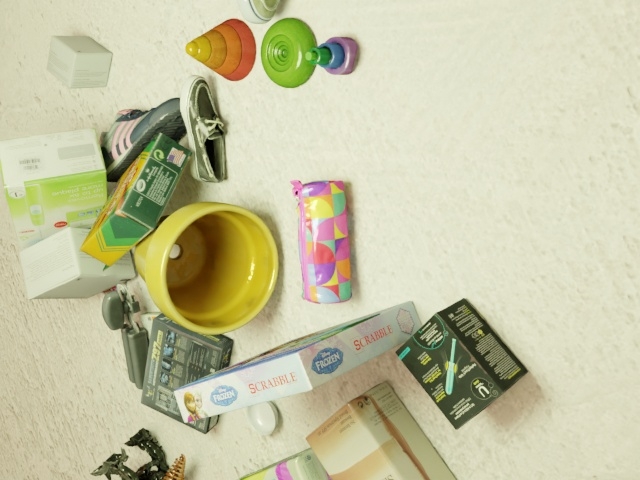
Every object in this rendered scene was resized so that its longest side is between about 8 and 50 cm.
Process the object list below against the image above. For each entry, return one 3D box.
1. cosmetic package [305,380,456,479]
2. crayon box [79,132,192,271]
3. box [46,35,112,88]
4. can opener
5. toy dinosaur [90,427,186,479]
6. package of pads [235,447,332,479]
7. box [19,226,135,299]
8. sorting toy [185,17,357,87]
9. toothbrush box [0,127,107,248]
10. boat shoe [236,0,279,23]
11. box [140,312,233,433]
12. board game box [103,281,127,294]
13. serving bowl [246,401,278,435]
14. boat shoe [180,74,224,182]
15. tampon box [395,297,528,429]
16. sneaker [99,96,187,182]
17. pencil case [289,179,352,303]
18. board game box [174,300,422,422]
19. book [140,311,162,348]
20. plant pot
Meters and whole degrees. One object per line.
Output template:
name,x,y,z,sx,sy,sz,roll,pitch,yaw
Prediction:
cosmetic package,0.127,0.425,1.338,0.296,0.129,0.153,53,126,16
crayon box,-0.399,-0.070,1.563,0.081,0.202,0.319,32,148,-20
box,-0.553,-0.410,1.707,0.101,0.102,0.087,37,123,27
can opener,-0.457,0.229,1.766,0.074,0.093,0.280,27,132,48
toy dinosaur,-0.413,0.582,1.830,0.322,0.164,0.218,-41,89,19
package of pads,-0.062,0.576,1.546,0.297,0.101,0.229,-34,77,39
box,-0.569,0.057,1.749,0.182,0.181,0.119,-22,76,26
sorting toy,-0.111,-0.342,1.354,0.366,0.126,0.127,14,109,37
toothbrush box,-0.589,-0.112,1.662,0.283,0.206,0.122,119,135,-60
boat shoe,-0.092,-0.537,1.307,0.094,0.109,0.302,10,104,35
box,-0.302,0.296,1.674,0.184,0.059,0.232,20,112,17
board game box,-0.550,0.078,1.864,0.169,0.033,0.133,22,114,33
serving bowl,-0.119,0.371,1.589,0.083,0.027,0.083,11,108,37
boat shoe,-0.227,-0.225,1.511,0.070,0.078,0.219,12,115,37
tampon box,0.230,0.200,1.220,0.161,0.101,0.120,52,127,17
sneaker,-0.393,-0.246,1.611,0.319,0.112,0.131,-30,76,38
pencil case,0.000,0.000,1.362,0.105,0.104,0.236,0,101,39
board game box,-0.035,0.209,1.296,0.319,0.318,0.065,-23,85,39
book,-0.360,0.215,1.745,0.144,0.035,0.096,-6,100,40
plant pot,-0.252,0.040,1.494,0.239,0.254,0.253,14,110,52
